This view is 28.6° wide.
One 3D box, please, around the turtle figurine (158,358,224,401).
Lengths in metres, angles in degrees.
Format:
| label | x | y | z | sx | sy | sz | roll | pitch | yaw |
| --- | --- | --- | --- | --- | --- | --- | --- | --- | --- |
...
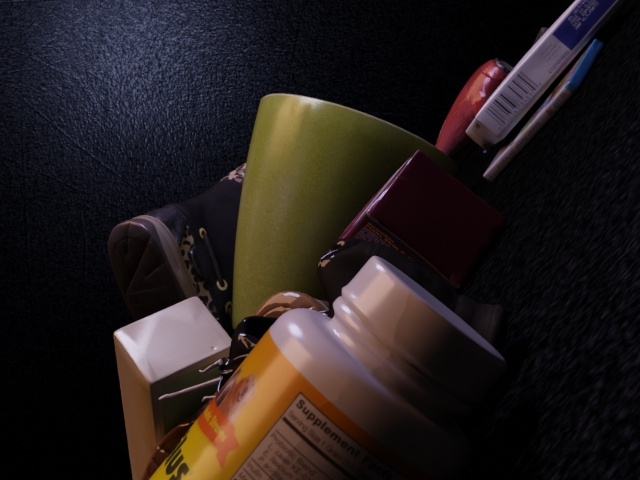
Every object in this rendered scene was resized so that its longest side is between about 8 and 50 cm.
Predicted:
| label | x | y | z | sx | sy | sz | roll | pitch | yaw |
| --- | --- | --- | --- | --- | --- | --- | --- | --- | --- |
| turtle figurine | -0.060 | 0.175 | 1.016 | 0.234 | 0.118 | 0.175 | -30 | 31 | 43 |

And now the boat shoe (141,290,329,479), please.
| label | x | y | z | sx | sy | sz | roll | pitch | yaw |
| --- | --- | --- | --- | --- | --- | --- | --- | --- | --- |
| boat shoe | -0.067 | 0.201 | 1.291 | 0.123 | 0.123 | 0.342 | 8 | -63 | -55 |

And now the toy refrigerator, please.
| label | x | y | z | sx | sy | sz | roll | pitch | yaw |
| --- | --- | --- | --- | --- | --- | --- | --- | --- | --- |
| toy refrigerator | -0.151 | 0.200 | 1.377 | 0.102 | 0.094 | 0.270 | -23 | -41 | -25 |

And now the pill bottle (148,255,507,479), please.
| label | x | y | z | sx | sy | sz | roll | pitch | yaw |
| --- | --- | --- | --- | --- | --- | --- | --- | --- | --- |
| pill bottle | -0.009 | 0.116 | 0.603 | 0.215 | 0.117 | 0.117 | -51 | 1 | 4 |

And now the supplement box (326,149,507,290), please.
| label | x | y | z | sx | sy | sz | roll | pitch | yaw |
| --- | --- | --- | --- | --- | --- | --- | --- | --- | --- |
| supplement box | 0.080 | 0.003 | 1.149 | 0.081 | 0.104 | 0.188 | -51 | 1 | -19 |

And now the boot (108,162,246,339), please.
| label | x | y | z | sx | sy | sz | roll | pitch | yaw |
| --- | --- | --- | --- | --- | --- | --- | --- | --- | --- |
| boot | -0.122 | 0.094 | 1.739 | 0.138 | 0.377 | 0.284 | -11 | 19 | 38 |

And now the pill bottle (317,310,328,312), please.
| label | x | y | z | sx | sy | sz | roll | pitch | yaw |
| --- | --- | --- | --- | --- | --- | --- | --- | --- | --- |
| pill bottle | 0.000 | 0.119 | 1.095 | 0.160 | 0.087 | 0.087 | -52 | 1 | 31 |

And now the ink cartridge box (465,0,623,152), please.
| label | x | y | z | sx | sy | sz | roll | pitch | yaw |
| --- | --- | --- | --- | --- | --- | --- | --- | --- | --- |
| ink cartridge box | 0.264 | -0.206 | 1.515 | 0.223 | 0.045 | 0.224 | -49 | -3 | 1 |

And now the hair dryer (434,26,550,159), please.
| label | x | y | z | sx | sy | sz | roll | pitch | yaw |
| --- | --- | --- | --- | --- | --- | --- | --- | --- | --- |
| hair dryer | 0.256 | -0.214 | 2.004 | 0.224 | 0.080 | 0.293 | -53 | 1 | -29 |

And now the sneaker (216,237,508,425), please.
| label | x | y | z | sx | sy | sz | roll | pitch | yaw |
| --- | --- | --- | --- | --- | --- | --- | --- | --- | --- |
| sneaker | -0.017 | 0.115 | 0.739 | 0.286 | 0.130 | 0.109 | -53 | 2 | 19 |

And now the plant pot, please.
| label | x | y | z | sx | sy | sz | roll | pitch | yaw |
| --- | --- | --- | --- | --- | --- | --- | --- | --- | --- |
| plant pot | 0.000 | 0.000 | 1.618 | 0.275 | 0.274 | 0.294 | 133 | 157 | -82 |

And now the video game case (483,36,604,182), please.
| label | x | y | z | sx | sy | sz | roll | pitch | yaw |
| --- | --- | --- | --- | --- | --- | --- | --- | --- | --- |
| video game case | 0.253 | -0.147 | 1.422 | 0.166 | 0.015 | 0.119 | -51 | 0 | 42 |
